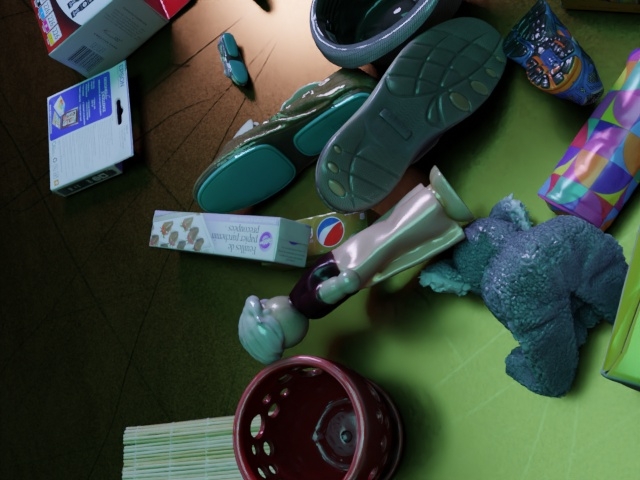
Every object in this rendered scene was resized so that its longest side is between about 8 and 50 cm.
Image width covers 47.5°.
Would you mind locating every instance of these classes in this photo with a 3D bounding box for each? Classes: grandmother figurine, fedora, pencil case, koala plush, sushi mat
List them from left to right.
[{"bbox_3d":[-0.176,0.346,1.104,0.316,0.019,0.152,-12,67,21],"label":"sushi mat"},{"bbox_3d":[0.034,0.042,0.929,0.342,0.208,0.104,-37,86,11],"label":"grandmother figurine"},{"bbox_3d":[0.116,-0.357,1.076,0.275,0.124,0.244,-33,55,30],"label":"fedora"},{"bbox_3d":[0.242,0.035,0.896,0.196,0.203,0.221,-42,35,-5],"label":"koala plush"},{"bbox_3d":[0.370,-0.123,0.904,0.104,0.104,0.236,36,94,30],"label":"pencil case"}]

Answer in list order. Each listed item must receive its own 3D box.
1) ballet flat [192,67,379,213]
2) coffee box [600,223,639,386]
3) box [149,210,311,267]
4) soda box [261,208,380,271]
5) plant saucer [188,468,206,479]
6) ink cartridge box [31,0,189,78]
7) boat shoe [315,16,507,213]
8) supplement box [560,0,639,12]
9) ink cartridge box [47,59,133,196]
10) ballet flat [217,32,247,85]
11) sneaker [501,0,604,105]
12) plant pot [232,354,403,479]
[{"bbox_3d":[-0.058,-0.167,1.149,0.342,0.116,0.124,-33,44,17],"label":"ballet flat"},{"bbox_3d":[0.486,0.022,0.668,0.337,0.334,0.339,14,84,30],"label":"coffee box"},{"bbox_3d":[-0.150,-0.006,1.122,0.323,0.067,0.063,5,85,46],"label":"box"},{"bbox_3d":[0.000,0.000,1.094,0.181,0.058,0.061,-12,72,26],"label":"soda box"},{"bbox_3d":[-0.244,0.426,1.139,0.192,0.018,0.067,-31,65,19],"label":"plant saucer"},{"bbox_3d":[-0.425,-0.519,1.414,0.271,0.130,0.310,-34,63,15],"label":"ink cartridge box"},{"bbox_3d":[0.116,-0.178,1.023,0.355,0.130,0.132,-43,94,-14],"label":"boat shoe"},{"bbox_3d":[0.431,-0.343,0.941,0.233,0.078,0.080,12,83,29],"label":"supplement box"},{"bbox_3d":[-0.430,-0.212,1.385,0.208,0.045,0.207,-18,69,24],"label":"ink cartridge box"},{"bbox_3d":[-0.155,-0.309,1.274,0.041,0.041,0.114,-26,66,20],"label":"ballet flat"},{"bbox_3d":[0.306,-0.241,0.960,0.083,0.087,0.221,-44,29,31],"label":"sneaker"},{"bbox_3d":[0.008,0.252,0.957,0.191,0.174,0.191,-7,75,27],"label":"plant pot"}]
